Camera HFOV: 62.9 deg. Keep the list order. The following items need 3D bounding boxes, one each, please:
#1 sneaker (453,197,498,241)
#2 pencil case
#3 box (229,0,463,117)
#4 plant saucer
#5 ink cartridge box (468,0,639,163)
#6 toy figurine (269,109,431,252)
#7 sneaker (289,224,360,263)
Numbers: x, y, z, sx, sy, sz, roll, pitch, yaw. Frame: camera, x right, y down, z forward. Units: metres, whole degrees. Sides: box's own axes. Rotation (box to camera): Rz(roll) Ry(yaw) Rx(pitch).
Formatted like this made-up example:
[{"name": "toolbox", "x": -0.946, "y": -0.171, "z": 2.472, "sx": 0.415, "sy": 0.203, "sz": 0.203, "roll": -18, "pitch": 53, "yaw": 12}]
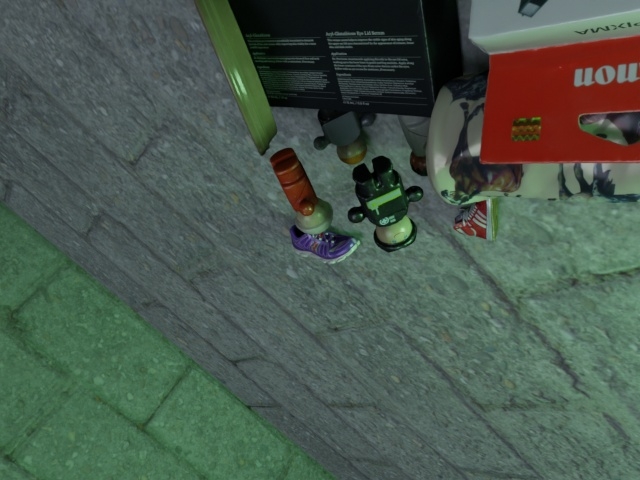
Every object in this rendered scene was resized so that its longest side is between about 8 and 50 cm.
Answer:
[{"name": "sneaker", "x": 0.237, "y": -0.046, "z": 0.807, "sx": 0.067, "sy": 0.042, "sz": 0.118, "roll": 11, "pitch": 143, "yaw": 27}, {"name": "pencil case", "x": 0.316, "y": -0.107, "z": 0.551, "sx": 0.411, "sy": 0.160, "sz": 0.183, "roll": 5, "pitch": 122, "yaw": 37}, {"name": "box", "x": 0.030, "y": -0.265, "z": 0.655, "sx": 0.261, "sy": 0.103, "sz": 0.184, "roll": 13, "pitch": 144, "yaw": 31}, {"name": "plant saucer", "x": -0.121, "y": -0.253, "z": 0.727, "sx": 0.278, "sy": 0.041, "sz": 0.277, "roll": 158, "pitch": 90, "yaw": -88}, {"name": "ink cartridge box", "x": 0.266, "y": -0.189, "z": 0.448, "sx": 0.275, "sy": 0.238, "sz": 0.060, "roll": 6, "pitch": -179, "yaw": 37}, {"name": "toy figurine", "x": 0.060, "y": -0.102, "z": 0.741, "sx": 0.213, "sy": 0.209, "sz": 0.148, "roll": 10, "pitch": 146, "yaw": 32}, {"name": "sneaker", "x": 0.000, "y": 0.000, "z": 1.059, "sx": 0.170, "sy": 0.068, "sz": 0.071, "roll": 6, "pitch": 132, "yaw": 38}]
